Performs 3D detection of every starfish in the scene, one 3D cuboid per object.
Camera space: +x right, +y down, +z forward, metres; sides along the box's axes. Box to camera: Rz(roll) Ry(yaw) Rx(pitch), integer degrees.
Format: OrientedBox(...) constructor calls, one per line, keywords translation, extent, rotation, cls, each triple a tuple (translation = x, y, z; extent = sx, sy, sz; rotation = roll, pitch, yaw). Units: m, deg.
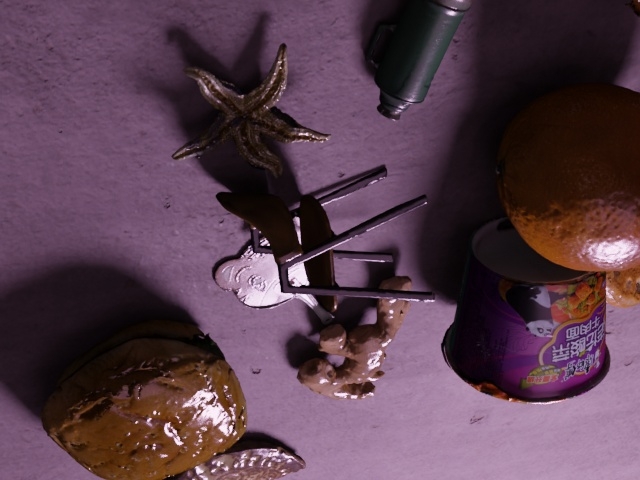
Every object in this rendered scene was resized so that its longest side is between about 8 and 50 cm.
OrientedBox(translation=(-0.080, -0.157, 1.335), extent=(0.208, 0.053, 0.176), rotation=(16, 120, -39), cls="starfish")

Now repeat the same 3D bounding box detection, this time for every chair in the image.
OrientedBox(translation=(0.000, 0.000, 1.434), extent=(0.247, 0.159, 0.172), rotation=(-12, 111, -13), cls="chair")

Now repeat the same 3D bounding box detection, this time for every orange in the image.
OrientedBox(translation=(0.358, -0.083, 1.477), extent=(0.264, 0.264, 0.264), rotation=(-13, 133, -15), cls="orange")

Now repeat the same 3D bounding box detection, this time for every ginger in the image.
OrientedBox(translation=(0.053, 0.153, 1.666), extent=(0.149, 0.065, 0.258), rotation=(0, 133, -31), cls="ginger")

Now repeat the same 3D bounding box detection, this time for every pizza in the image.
OrientedBox(translation=(0.449, 0.033, 1.732), extent=(0.246, 0.058, 0.127), rotation=(25, 79, -45), cls="pizza")

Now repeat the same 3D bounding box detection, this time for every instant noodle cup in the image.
OrientedBox(translation=(0.305, 0.087, 1.622), extent=(0.251, 0.251, 0.190), rotation=(-12, 123, -16), cls="instant noodle cup")

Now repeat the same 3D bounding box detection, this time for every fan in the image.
OrientedBox(translation=(-0.039, 0.060, 1.579), extent=(0.152, 0.008, 0.226), rotation=(-37, 134, 7), cls="fan")

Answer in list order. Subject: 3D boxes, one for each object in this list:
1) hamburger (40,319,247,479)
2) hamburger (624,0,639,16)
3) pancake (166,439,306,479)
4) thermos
OrientedBox(translation=(-0.241, 0.238, 1.553), extent=(0.266, 0.134, 0.285), rotation=(-31, 133, 0), cls="hamburger")
OrientedBox(translation=(0.455, -0.371, 1.370), extent=(0.231, 0.106, 0.231), rotation=(-10, 133, -11), cls="hamburger")
OrientedBox(translation=(-0.151, 0.432, 1.842), extent=(0.286, 0.033, 0.288), rotation=(-30, 136, 0), cls="pancake")
OrientedBox(translation=(0.113, -0.232, 1.349), extent=(0.083, 0.073, 0.187), rotation=(3, 127, -30), cls="thermos")
